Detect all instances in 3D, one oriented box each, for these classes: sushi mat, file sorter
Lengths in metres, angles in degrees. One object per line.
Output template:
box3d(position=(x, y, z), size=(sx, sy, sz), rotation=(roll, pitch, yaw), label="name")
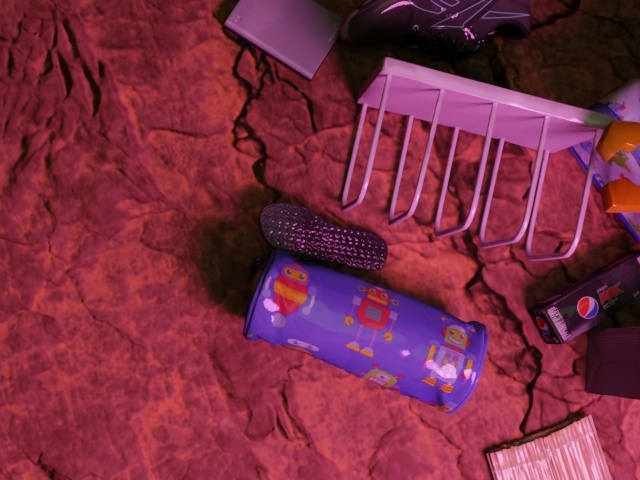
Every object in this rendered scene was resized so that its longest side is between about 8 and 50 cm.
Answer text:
box3d(position=(0.329, 0.399, 1.214), size=(0.151, 0.019, 0.316), rotation=(-17, 87, -10), label="sushi mat")
box3d(position=(0.176, -0.091, 1.165), size=(0.278, 0.193, 0.173), rotation=(14, 85, -6), label="file sorter")

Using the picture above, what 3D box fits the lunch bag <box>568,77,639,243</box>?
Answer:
box3d(position=(0.414, -0.087, 1.203), size=(0.090, 0.176, 0.219), rotation=(-35, 87, -6), label="lunch bag")

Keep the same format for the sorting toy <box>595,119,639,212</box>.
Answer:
box3d(position=(0.451, -0.098, 1.098), size=(0.307, 0.041, 0.229), rotation=(1, 68, -15), label="sorting toy")

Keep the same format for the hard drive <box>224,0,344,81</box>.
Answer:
box3d(position=(-0.045, -0.283, 1.241), size=(0.135, 0.022, 0.094), rotation=(32, 80, -3), label="hard drive")

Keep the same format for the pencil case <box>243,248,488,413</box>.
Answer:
box3d(position=(0.048, 0.112, 1.160), size=(0.306, 0.133, 0.119), rotation=(20, 56, -6), label="pencil case")

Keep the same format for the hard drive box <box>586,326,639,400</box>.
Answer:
box3d(position=(0.479, 0.160, 1.179), size=(0.232, 0.181, 0.089), rotation=(4, 83, -6), label="hard drive box")

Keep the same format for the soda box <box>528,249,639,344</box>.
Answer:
box3d(position=(0.362, 0.074, 1.234), size=(0.169, 0.060, 0.053), rotation=(-28, 89, -10), label="soda box")

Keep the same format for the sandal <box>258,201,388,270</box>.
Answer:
box3d(position=(0.000, 0.000, 1.212), size=(0.179, 0.040, 0.067), rotation=(17, 87, -20), label="sandal")

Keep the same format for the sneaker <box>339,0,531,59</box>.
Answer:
box3d(position=(0.157, -0.287, 1.227), size=(0.267, 0.101, 0.106), rotation=(-17, 90, -11), label="sneaker")
